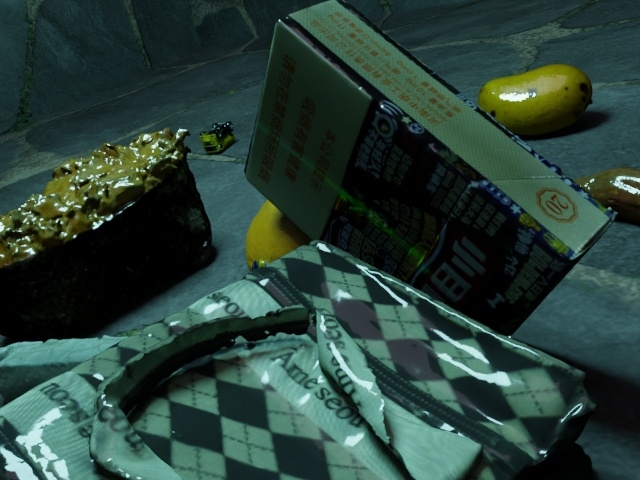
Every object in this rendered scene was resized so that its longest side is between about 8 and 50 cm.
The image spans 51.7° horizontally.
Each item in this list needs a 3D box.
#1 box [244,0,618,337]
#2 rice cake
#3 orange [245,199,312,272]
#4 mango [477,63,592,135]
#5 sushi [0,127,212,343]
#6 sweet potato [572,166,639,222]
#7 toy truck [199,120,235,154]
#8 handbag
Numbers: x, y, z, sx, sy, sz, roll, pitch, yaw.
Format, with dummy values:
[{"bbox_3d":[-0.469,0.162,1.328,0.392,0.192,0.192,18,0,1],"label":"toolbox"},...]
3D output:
[{"bbox_3d":[0.072,-0.044,0.595,0.310,0.198,0.084,44,53,18],"label":"box"},{"bbox_3d":[-0.226,0.139,0.720,0.337,0.066,0.063,-6,18,19],"label":"rice cake"},{"bbox_3d":[-0.001,0.003,0.769,0.178,0.155,0.177,-23,14,6],"label":"orange"},{"bbox_3d":[0.351,-0.227,1.083,0.178,0.090,0.115,-9,65,15],"label":"mango"},{"bbox_3d":[-0.333,-0.013,0.941,0.235,0.207,0.349,18,43,40],"label":"sushi"},{"bbox_3d":[0.356,-0.049,0.769,0.255,0.058,0.078,9,55,49],"label":"sweet potato"},{"bbox_3d":[-0.234,-0.232,1.502,0.049,0.054,0.083,-1,29,29],"label":"toy truck"},{"bbox_3d":[-0.040,0.167,0.450,0.317,0.180,0.416,21,38,40],"label":"handbag"}]
